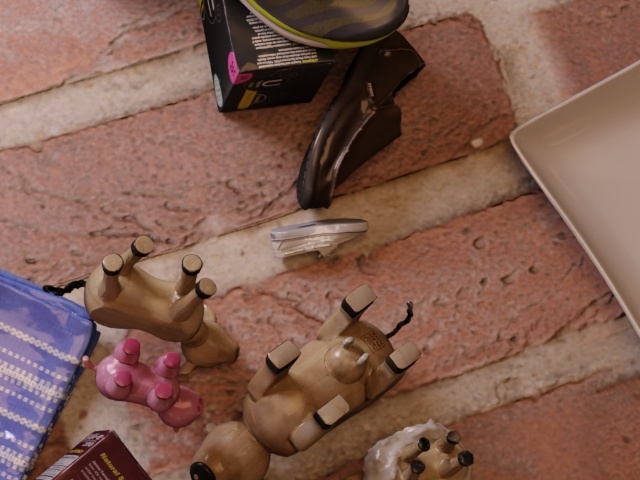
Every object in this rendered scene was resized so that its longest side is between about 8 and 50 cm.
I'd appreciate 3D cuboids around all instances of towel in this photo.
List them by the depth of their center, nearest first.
[{"bbox_3d":[-0.375,0.168,1.521,0.243,0.040,0.336,26,72,-7],"label":"towel"}]

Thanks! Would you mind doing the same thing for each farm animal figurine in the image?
[{"bbox_3d":[-0.058,0.145,1.539,0.327,0.172,0.330,-15,70,-26],"label":"farm animal figurine"}]

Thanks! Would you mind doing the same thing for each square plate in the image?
[{"bbox_3d":[0.418,-0.040,1.725,0.344,0.049,0.347,-30,82,-16],"label":"square plate"}]

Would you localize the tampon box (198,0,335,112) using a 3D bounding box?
[{"bbox_3d":[-0.060,-0.224,1.652,0.102,0.120,0.161,-8,76,-14],"label":"tampon box"}]

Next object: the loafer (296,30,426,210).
[{"bbox_3d":[0.045,-0.120,1.663,0.078,0.080,0.220,27,72,-2],"label":"loafer"}]

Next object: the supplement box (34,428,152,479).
[{"bbox_3d":[-0.246,0.292,1.482,0.239,0.073,0.130,-39,99,-21],"label":"supplement box"}]

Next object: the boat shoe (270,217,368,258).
[{"bbox_3d":[0.000,0.000,1.651,0.100,0.035,0.035,-9,104,-16],"label":"boat shoe"}]

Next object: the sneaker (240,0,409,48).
[{"bbox_3d":[-0.045,-0.276,1.532,0.300,0.121,0.111,26,70,-15],"label":"sneaker"}]
